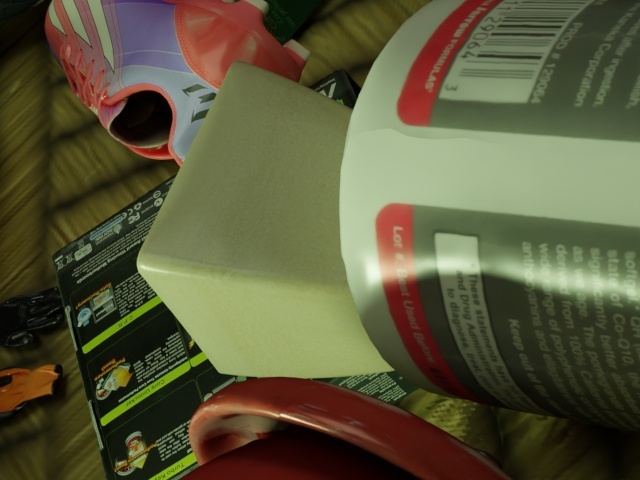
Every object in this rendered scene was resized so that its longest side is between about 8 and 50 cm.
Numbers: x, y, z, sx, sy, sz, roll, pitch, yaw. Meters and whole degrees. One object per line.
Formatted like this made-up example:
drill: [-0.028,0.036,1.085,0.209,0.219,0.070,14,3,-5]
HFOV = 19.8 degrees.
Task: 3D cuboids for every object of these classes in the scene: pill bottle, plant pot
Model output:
pill bottle: [0.179,-0.007,0.682,0.318,0.176,0.176,7,63,39]
plant pot: [0.000,0.000,0.805,0.096,0.109,0.109,12,65,27]
plant pot: [-0.002,0.161,0.686,0.191,0.191,0.174,9,56,40]

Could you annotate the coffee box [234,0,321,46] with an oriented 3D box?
coffee box: [-0.015,-0.192,1.058,0.184,0.040,0.113,-51,43,-8]

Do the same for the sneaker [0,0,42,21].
sneaker: [-0.282,-0.148,1.162,0.321,0.126,0.127,-8,49,44]

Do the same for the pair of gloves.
pair of gloves: [-0.167,0.063,0.999,0.074,0.010,0.083,-18,47,26]

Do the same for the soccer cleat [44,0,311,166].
soccer cleat: [-0.100,-0.090,0.989,0.095,0.083,0.248,-51,32,-15]

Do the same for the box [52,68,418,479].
box: [-0.033,0.028,0.906,0.190,0.045,0.184,-33,47,10]
